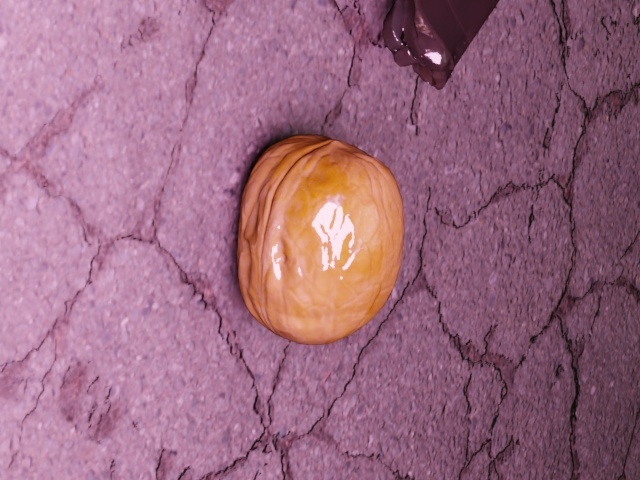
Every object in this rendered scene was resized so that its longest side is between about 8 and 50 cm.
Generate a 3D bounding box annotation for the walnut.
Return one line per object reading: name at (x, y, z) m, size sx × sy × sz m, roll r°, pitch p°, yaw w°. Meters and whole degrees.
walnut at (0.000, 0.000, 1.876) m, size 0.165 × 0.165 × 0.197 m, roll -20°, pitch 115°, yaw -51°

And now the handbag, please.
handbag at (0.124, -0.317, 1.942) m, size 0.285 × 0.113 × 0.257 m, roll 72°, pitch 38°, yaw -59°
